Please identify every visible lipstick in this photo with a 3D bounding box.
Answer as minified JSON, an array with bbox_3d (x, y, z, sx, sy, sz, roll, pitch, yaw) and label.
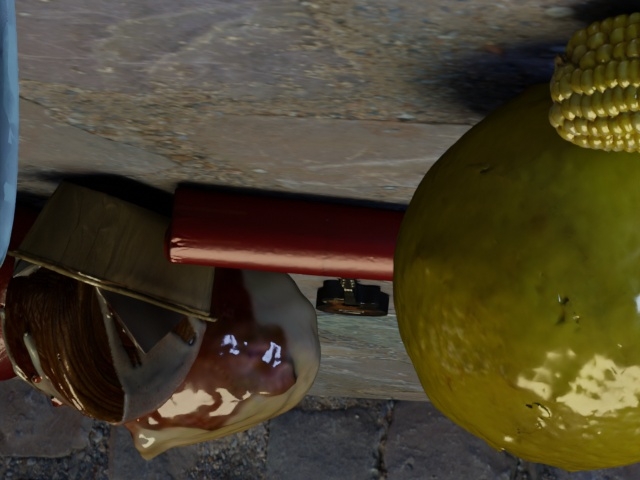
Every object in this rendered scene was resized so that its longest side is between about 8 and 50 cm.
[{"bbox_3d":[0.000,-0.001,1.535,0.279,0.073,0.073,6,170,-1],"label":"lipstick"}]

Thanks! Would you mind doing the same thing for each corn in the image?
[{"bbox_3d":[0.237,-0.090,0.895,0.248,0.081,0.081,-2,167,35],"label":"corn"}]

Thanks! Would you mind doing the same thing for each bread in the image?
[{"bbox_3d":[-0.191,0.062,1.579,0.142,0.212,0.224,13,175,37],"label":"bread"}]

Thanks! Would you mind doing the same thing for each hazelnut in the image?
[{"bbox_3d":[-0.138,0.122,1.820,0.261,0.241,0.261,12,170,2],"label":"hazelnut"}]

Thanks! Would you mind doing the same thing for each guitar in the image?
[{"bbox_3d":[0.034,0.059,1.962,0.088,0.025,0.233,5,169,4],"label":"guitar"}]

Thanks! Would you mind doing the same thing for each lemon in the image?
[{"bbox_3d":[0.172,0.023,1.085,0.260,0.261,0.284,8,-171,-11],"label":"lemon"}]

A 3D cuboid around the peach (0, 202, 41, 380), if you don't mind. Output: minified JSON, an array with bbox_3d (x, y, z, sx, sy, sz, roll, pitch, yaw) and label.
[{"bbox_3d":[-0.330,0.043,1.689,0.197,0.197,0.197,6,170,1],"label":"peach"}]

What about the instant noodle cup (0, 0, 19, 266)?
[{"bbox_3d":[-0.241,-0.091,0.646,0.221,0.311,0.311,-3,170,-2],"label":"instant noodle cup"}]
